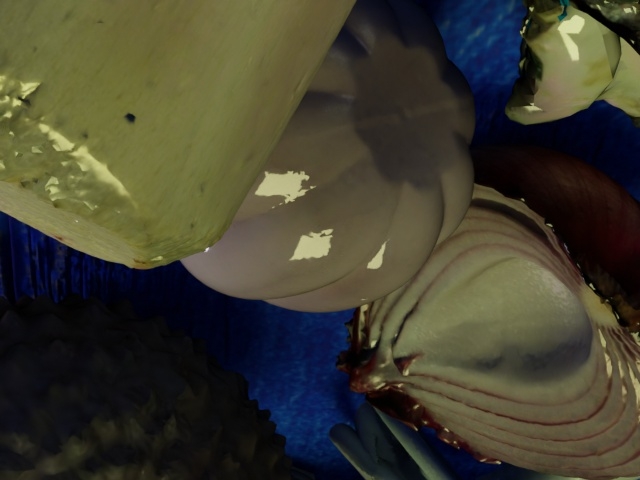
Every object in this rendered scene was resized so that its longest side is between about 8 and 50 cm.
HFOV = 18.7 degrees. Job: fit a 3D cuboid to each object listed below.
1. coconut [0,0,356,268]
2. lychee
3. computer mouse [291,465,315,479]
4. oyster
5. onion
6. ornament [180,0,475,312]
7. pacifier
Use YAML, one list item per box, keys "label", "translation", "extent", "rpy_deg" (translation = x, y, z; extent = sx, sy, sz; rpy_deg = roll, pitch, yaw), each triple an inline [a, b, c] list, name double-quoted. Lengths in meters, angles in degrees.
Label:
- label: "coconut"
  translation: [-0.093, -0.132, 0.795]
  extent: [0.239, 0.244, 0.239]
  rpy_deg: [26, 171, 5]
- label: "lychee"
  translation: [-0.202, 0.221, 1.309]
  extent: [0.380, 0.380, 0.432]
  rpy_deg: [24, 164, -37]
- label: "computer mouse"
  translation: [-0.091, 0.198, 1.589]
  extent: [0.199, 0.045, 0.102]
  rpy_deg: [24, 141, -37]
- label: "oyster"
  translation: [0.180, -0.084, 0.989]
  extent: [0.259, 0.092, 0.198]
  rpy_deg: [19, 175, -37]
- label: "onion"
  translation: [0.116, 0.038, 1.195]
  extent: [0.283, 0.120, 0.227]
  rpy_deg: [-17, 110, 51]
- label: "ornament"
  translation: [-0.012, -0.050, 1.003]
  extent: [0.177, 0.177, 0.177]
  rpy_deg: [0, 151, 0]
- label: "pacifier"
  translation: [0.155, 0.176, 1.437]
  extent: [0.233, 0.244, 0.299]
  rpy_deg: [-36, 125, 3]
